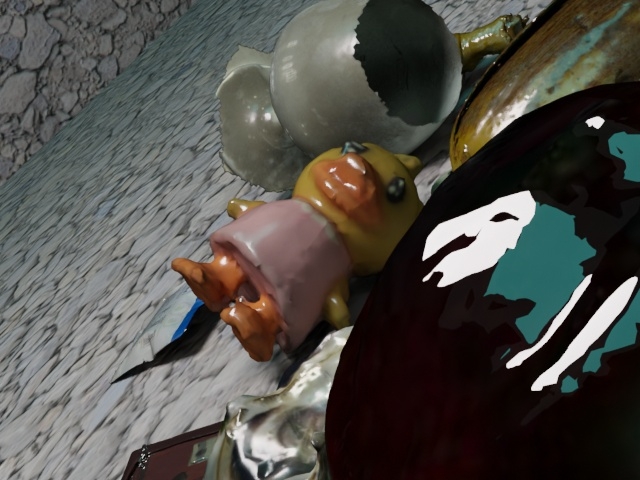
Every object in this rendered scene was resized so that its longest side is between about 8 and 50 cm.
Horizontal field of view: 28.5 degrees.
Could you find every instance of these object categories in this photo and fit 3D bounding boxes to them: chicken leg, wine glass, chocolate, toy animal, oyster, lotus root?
[{"bbox_3d":[0.177,-0.240,1.695,0.227,0.088,0.103,-16,17,29],"label":"chicken leg"},{"bbox_3d":[0.019,-0.192,1.624,0.323,0.238,0.238,-17,27,49],"label":"wine glass"},{"bbox_3d":[0.180,0.097,0.581,0.383,0.331,0.384,-29,22,12],"label":"chocolate"},{"bbox_3d":[0.002,0.000,1.337,0.281,0.195,0.169,-43,-19,-7],"label":"toy animal"},{"bbox_3d":[0.009,0.164,1.029,0.351,0.115,0.238,-39,11,-23],"label":"oyster"},{"bbox_3d":[0.288,-0.152,1.180,0.397,0.179,0.196,-45,43,-7],"label":"lotus root"}]

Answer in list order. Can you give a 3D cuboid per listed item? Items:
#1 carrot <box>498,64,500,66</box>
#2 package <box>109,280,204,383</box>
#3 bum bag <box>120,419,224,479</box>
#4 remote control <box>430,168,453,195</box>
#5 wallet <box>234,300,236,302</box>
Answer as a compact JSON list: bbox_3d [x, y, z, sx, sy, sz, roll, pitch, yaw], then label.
[{"bbox_3d":[0.286,-0.254,1.582,0.059,0.059,0.248,-9,30,51],"label":"carrot"},{"bbox_3d":[-0.184,0.093,1.580,0.173,0.027,0.171,-31,18,41],"label":"package"},{"bbox_3d":[-0.135,0.226,1.240,0.159,0.026,0.109,-21,25,22],"label":"bum bag"},{"bbox_3d":[0.255,-0.118,1.349,0.309,0.038,0.090,-31,20,14],"label":"remote control"},{"bbox_3d":[-0.037,0.003,1.558,0.198,0.031,0.110,-44,22,-20],"label":"wallet"}]
